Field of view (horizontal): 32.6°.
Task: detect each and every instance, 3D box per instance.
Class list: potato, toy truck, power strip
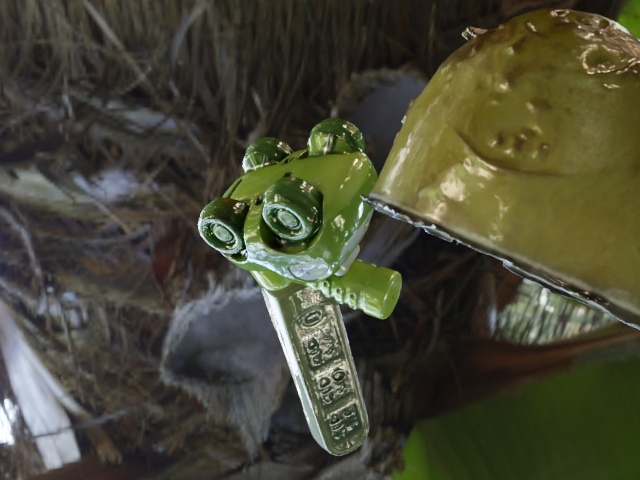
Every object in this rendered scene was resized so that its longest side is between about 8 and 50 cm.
[{"bbox_3d":[0.207,-0.046,0.797,0.300,0.196,0.246,26,-176,-9],"label":"potato"},{"bbox_3d":[-0.019,-0.010,1.158,0.187,0.210,0.148,5,-135,30],"label":"toy truck"},{"bbox_3d":[0.000,0.155,1.368,0.080,0.286,0.048,-25,-151,-19],"label":"power strip"}]
